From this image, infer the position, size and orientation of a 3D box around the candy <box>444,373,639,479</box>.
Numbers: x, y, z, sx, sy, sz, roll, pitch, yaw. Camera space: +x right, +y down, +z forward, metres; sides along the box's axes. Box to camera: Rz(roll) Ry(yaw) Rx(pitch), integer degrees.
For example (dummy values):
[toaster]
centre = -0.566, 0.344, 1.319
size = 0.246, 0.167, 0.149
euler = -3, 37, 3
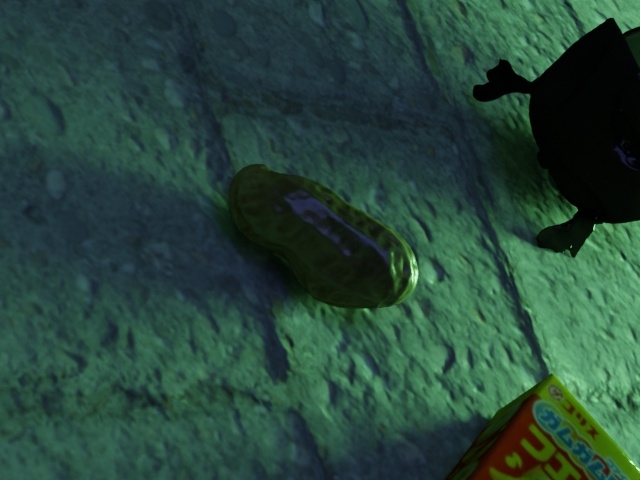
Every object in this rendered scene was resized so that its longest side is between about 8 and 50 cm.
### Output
[candy]
centre = 0.172, 0.250, 1.215
size = 0.146, 0.088, 0.276
euler = 48, 40, 4

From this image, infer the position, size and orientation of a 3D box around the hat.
[hat]
centre = 0.310, -0.123, 1.606
size = 0.238, 0.209, 0.336
euler = 68, 23, -6

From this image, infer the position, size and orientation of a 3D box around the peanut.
[peanut]
centre = 0.000, 0.000, 1.274
size = 0.194, 0.093, 0.083
euler = 29, 8, -6
